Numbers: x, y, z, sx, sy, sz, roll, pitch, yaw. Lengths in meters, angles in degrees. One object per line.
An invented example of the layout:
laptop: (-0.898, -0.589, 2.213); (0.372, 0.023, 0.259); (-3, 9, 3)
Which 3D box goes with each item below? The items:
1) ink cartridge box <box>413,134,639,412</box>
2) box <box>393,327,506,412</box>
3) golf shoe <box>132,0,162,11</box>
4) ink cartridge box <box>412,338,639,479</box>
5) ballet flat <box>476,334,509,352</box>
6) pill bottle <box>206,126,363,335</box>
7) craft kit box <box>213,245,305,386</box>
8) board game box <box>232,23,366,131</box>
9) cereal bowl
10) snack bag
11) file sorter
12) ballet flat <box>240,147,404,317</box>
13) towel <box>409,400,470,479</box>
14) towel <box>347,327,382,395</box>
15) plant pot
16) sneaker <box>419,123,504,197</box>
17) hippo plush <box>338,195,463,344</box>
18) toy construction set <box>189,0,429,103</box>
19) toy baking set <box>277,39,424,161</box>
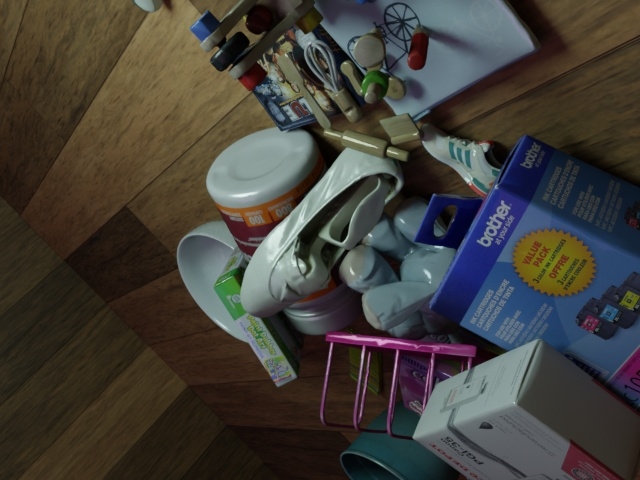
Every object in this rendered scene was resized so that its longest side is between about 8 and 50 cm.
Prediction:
ink cartridge box: (0.335, 0.038, 1.067); (0.396, 0.151, 0.270); (29, 135, 12)
box: (0.286, 0.302, 1.629); (0.214, 0.117, 0.243); (23, 146, 31)
golf shoe: (-0.313, -0.484, 1.342); (0.086, 0.067, 0.186); (25, 147, 27)
ink cartridge box: (0.302, 0.283, 1.130); (0.207, 0.117, 0.283); (36, 148, -5)
ballet flat: (0.381, 0.198, 1.452); (0.168, 0.057, 0.052); (21, 173, 40)
pill bottle: (-0.049, -0.008, 1.504); (0.224, 0.224, 0.392); (14, 141, 41)
craft kit box: (-0.118, 0.145, 1.596); (0.249, 0.061, 0.246); (59, -171, -13)
board game box: (-0.036, -0.283, 1.301); (0.243, 0.042, 0.165); (-6, 127, 54)
cereal bowl: (-0.190, 0.087, 1.878); (0.339, 0.141, 0.338); (26, 138, 26)
snack bag: (0.111, -0.338, 1.048); (0.342, 0.037, 0.323); (49, 152, -10)
file sorter: (0.171, 0.284, 1.426); (0.291, 0.182, 0.202); (2, 168, 28)
ballet flat: (0.000, 0.000, 1.310); (0.139, 0.400, 0.139); (36, -168, -9)
towel: (0.271, 0.444, 1.637); (0.197, 0.029, 0.144); (54, 175, -23)
towel: (0.114, 0.318, 1.969); (0.102, 0.021, 0.237); (27, 148, 24)
plant pot: (0.230, 0.508, 1.840); (0.272, 0.255, 0.271); (30, 149, 21)
sneaker: (0.229, -0.140, 1.171); (0.161, 0.057, 0.075); (44, 129, 10)
hippo plush: (0.194, 0.066, 1.389); (0.294, 0.234, 0.236); (-13, 154, 8)
toy construction set: (0.003, -0.326, 1.017); (0.309, 0.237, 0.257); (27, 122, -5)
toy baking set: (0.051, -0.223, 1.205); (0.256, 0.030, 0.196); (18, 139, 31)
